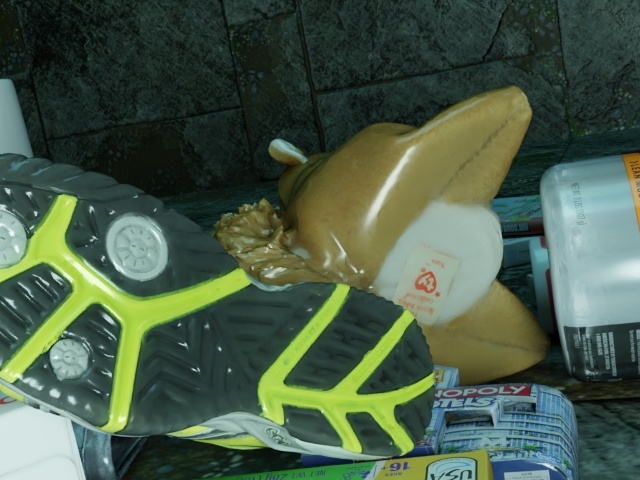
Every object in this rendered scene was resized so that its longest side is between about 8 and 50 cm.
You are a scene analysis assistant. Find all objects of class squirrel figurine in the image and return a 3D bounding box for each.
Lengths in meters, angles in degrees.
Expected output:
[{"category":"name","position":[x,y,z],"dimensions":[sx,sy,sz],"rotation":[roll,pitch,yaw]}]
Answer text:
[{"category":"squirrel figurine","position":[0.000,0.000,1.017],"dimensions":[0.397,0.281,0.370],"rotation":[-22,22,-15]}]

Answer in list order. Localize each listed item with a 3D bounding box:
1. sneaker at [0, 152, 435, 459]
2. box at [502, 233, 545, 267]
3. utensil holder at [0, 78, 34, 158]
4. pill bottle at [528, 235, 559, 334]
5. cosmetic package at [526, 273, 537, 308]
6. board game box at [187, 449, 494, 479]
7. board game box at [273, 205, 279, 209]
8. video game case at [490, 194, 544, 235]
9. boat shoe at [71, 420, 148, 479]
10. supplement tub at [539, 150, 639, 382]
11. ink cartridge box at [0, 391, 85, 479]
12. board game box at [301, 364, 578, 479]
[{"category":"sneaker","position":[-0.104,0.070,0.603],"dimensions":[0.384,0.145,0.147],"rotation":[27,-31,-32]},{"category":"box","position":[0.319,-0.005,1.453],"dimensions":[0.145,0.038,0.186],"rotation":[-12,11,-4]},{"category":"utensil holder","position":[-0.472,0.023,1.131],"dimensions":[0.327,0.386,0.327],"rotation":[-9,10,2]},{"category":"pill bottle","position":[0.320,0.038,1.015],"dimensions":[0.180,0.108,0.108],"rotation":[-8,11,13]},{"category":"cosmetic package","position":[0.312,0.053,1.131],"dimensions":[0.115,0.041,0.060],"rotation":[-12,10,-9]},{"category":"board game box","position":[-0.022,0.218,0.506],"dimensions":[0.242,0.064,0.316],"rotation":[-9,10,11]},{"category":"board game box","position":[-0.162,0.032,1.428],"dimensions":[0.305,0.053,0.193],"rotation":[-28,0,31]},{"category":"video game case","position":[0.306,-0.040,1.477],"dimensions":[0.285,0.025,0.204],"rotation":[-4,12,32]},{"category":"boat shoe","position":[-0.194,0.152,0.930],"dimensions":[0.102,0.108,0.301],"rotation":[-9,13,8]},{"category":"supplement tub","position":[0.375,0.010,0.837],"dimensions":[0.337,0.207,0.207],"rotation":[-8,10,14]},{"category":"ink cartridge box","position":[-0.272,0.187,0.635],"dimensions":[0.171,0.168,0.232],"rotation":[-18,12,-33]},{"category":"board game box","position":[0.105,0.150,0.761],"dimensions":[0.194,0.060,0.194],"rotation":[-8,11,16]}]
